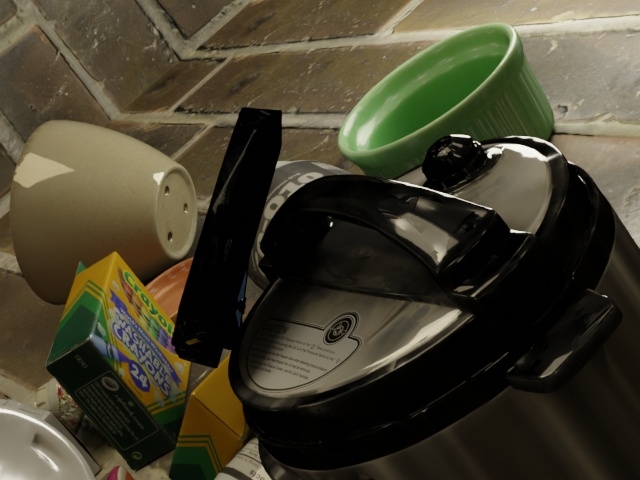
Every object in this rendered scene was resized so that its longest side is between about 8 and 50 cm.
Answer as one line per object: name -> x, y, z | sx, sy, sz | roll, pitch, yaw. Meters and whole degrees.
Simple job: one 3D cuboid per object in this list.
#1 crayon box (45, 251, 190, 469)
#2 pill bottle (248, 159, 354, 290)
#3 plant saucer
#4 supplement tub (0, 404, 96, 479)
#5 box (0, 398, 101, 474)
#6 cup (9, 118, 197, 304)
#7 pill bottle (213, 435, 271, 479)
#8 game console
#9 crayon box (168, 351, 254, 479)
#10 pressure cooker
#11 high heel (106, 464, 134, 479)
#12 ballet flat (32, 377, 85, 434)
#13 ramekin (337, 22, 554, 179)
crayon box -> -0.280, 0.154, 2.135 | 0.083, 0.203, 0.323 | -31, 22, 13
pill bottle -> 0.000, 0.000, 2.022 | 0.204, 0.204, 0.361 | -40, 21, -9
plant saucer -> -0.247, 0.104, 2.425 | 0.200, 0.037, 0.200 | -31, 22, 14
supplement tub -> -0.437, 0.378, 1.785 | 0.325, 0.235, 0.235 | -48, 14, 27
box -> -0.483, 0.352, 2.148 | 0.231, 0.127, 0.262 | -46, 22, -25
cup -> -0.357, -0.049, 2.602 | 0.236, 0.331, 0.331 | 1, 36, 21
pill bottle -> -0.014, 0.262, 1.553 | 0.278, 0.162, 0.162 | -46, 23, -20
game console -> -0.079, 0.017, 1.365 | 0.361, 0.044, 0.213 | 99, -174, -79
crayon box -> -0.067, 0.173, 1.695 | 0.202, 0.081, 0.318 | -45, -12, -29
pressure cooker -> 0.127, 0.111, 1.285 | 0.369, 0.420, 0.375 | -26, 24, 25
high heel -> -0.274, 0.376, 1.843 | 0.117, 0.082, 0.244 | -30, 32, 6
ballet flat -> -0.383, 0.243, 2.179 | 0.241, 0.077, 0.091 | 122, 148, -63
ramekin -> 0.189, -0.165, 2.148 | 0.303, 0.148, 0.303 | -31, 22, 14
